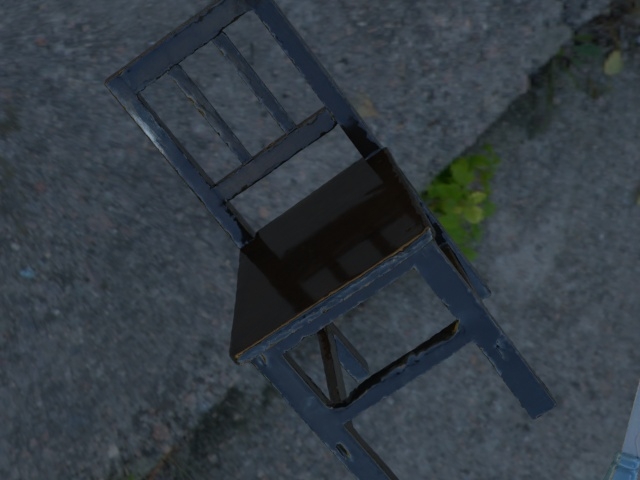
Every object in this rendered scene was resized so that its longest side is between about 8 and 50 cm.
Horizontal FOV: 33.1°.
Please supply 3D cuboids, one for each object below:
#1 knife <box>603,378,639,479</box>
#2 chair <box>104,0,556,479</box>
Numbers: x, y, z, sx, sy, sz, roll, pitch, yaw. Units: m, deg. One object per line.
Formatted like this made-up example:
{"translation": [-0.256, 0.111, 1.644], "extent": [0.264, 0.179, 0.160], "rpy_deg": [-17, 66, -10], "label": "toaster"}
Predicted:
{"translation": [0.358, 0.225, 1.202], "extent": [0.032, 0.058, 0.244], "rpy_deg": [-22, 130, -63], "label": "knife"}
{"translation": [0.000, 0.000, 0.972], "extent": [0.203, 0.240, 0.416], "rpy_deg": [-34, 116, 13], "label": "chair"}
